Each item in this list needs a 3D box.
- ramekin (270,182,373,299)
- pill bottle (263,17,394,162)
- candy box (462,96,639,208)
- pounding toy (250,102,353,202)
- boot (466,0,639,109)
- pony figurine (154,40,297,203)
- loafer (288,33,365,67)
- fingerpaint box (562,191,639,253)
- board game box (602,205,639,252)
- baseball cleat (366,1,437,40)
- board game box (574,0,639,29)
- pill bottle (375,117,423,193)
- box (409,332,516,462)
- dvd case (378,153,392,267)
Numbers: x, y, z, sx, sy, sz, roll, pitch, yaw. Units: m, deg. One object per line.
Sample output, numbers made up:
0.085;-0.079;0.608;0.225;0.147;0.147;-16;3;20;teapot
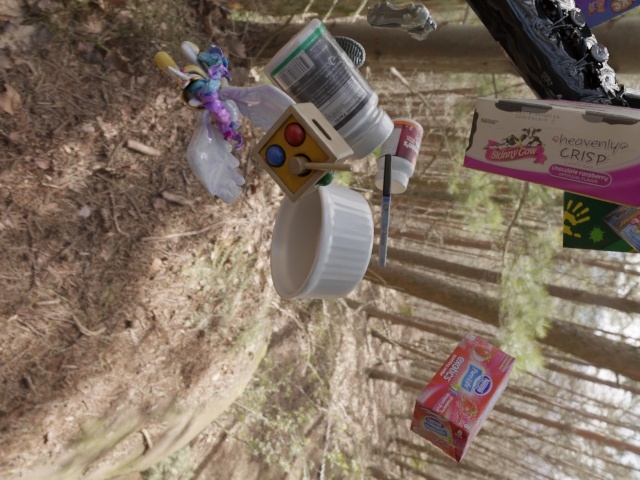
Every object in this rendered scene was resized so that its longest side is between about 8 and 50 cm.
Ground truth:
0.000;0.000;1.031;0.135;0.277;0.277;10;96;-25;ramekin
0.031;-0.407;1.303;0.361;0.204;0.204;46;60;-21;pill bottle
0.276;-0.101;0.476;0.233;0.159;0.071;-15;120;-44;candy box
-0.019;-0.132;0.731;0.130;0.141;0.100;-42;177;31;pounding toy
0.542;-0.382;0.961;0.367;0.445;0.146;-22;167;-33;boot
-0.243;-0.313;1.119;0.303;0.363;0.351;-41;127;6;pony figurine
0.020;-0.610;1.481;0.087;0.251;0.094;-110;-149;-63;loafer
0.905;-0.057;1.137;0.444;0.371;0.163;-2;94;-23;fingerpaint box
0.635;-0.054;0.880;0.194;0.060;0.194;-47;171;38;board game box
0.204;-0.550;1.182;0.109;0.206;0.072;27;98;-41;baseball cleat
0.741;-0.582;0.982;0.233;0.347;0.078;-35;102;-22;board game box
0.250;-0.271;1.496;0.121;0.121;0.221;43;59;-55;pill bottle
0.329;0.350;1.066;0.257;0.128;0.123;-35;139;-38;box
0.174;-0.078;1.246;0.180;0.022;0.253;-78;169;-46;dvd case
